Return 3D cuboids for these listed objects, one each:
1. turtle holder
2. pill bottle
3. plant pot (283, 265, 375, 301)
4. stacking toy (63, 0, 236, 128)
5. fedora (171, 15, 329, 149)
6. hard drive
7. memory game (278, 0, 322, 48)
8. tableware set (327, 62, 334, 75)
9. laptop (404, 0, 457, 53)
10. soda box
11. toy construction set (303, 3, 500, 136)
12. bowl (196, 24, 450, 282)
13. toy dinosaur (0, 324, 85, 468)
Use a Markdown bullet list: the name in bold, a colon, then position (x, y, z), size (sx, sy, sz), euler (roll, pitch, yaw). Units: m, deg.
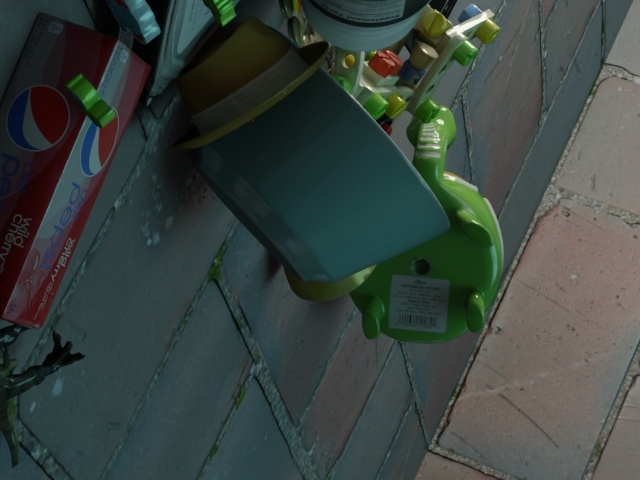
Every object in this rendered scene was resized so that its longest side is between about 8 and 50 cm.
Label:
- **turtle holder**: position (0.143, -0.015, 2.624), size (0.320, 0.243, 0.227), euler (62, 17, -14)
- **pill bottle**: position (0.052, -0.312, 1.780), size (0.283, 0.161, 0.161), euler (97, 18, -72)
- **plant pot**: position (0.000, 0.000, 2.331), size (0.134, 0.134, 0.095), euler (-59, 136, -31)
- **stacking toy**: position (-0.169, -0.218, 1.441), size (0.167, 0.052, 0.221), euler (-42, 130, -17)
- **fedora**: position (-0.084, -0.167, 1.742), size (0.079, 0.194, 0.194), euler (57, 38, -13)
- **hard drive**: position (-0.089, -0.314, 1.690), size (0.339, 0.064, 0.237), euler (-57, 171, -38)
- **memory game**: position (-0.025, -0.281, 1.939), size (0.186, 0.012, 0.186), euler (-10, 90, -77)
- **tableware set**: position (-0.016, -0.187, 2.212), size (0.168, 0.020, 0.141), euler (-62, 162, -24)
- **laptop**: position (0.171, -0.401, 2.323), size (0.264, 0.137, 0.234), euler (51, 58, -41)
- **soda box**: position (-0.246, -0.059, 1.542), size (0.263, 0.083, 0.092), euler (-69, 163, -5)
- **toy construction set**: position (0.078, -0.227, 2.166), size (0.215, 0.151, 0.328), euler (-50, 151, 19)
- **bowl**: position (-0.020, -0.072, 1.936), size (0.163, 0.311, 0.311), euler (-43, 159, -6)
- **toy dinosaur**: position (-0.291, 0.120, 1.654), size (0.118, 0.064, 0.268), euler (-48, 159, -17)
